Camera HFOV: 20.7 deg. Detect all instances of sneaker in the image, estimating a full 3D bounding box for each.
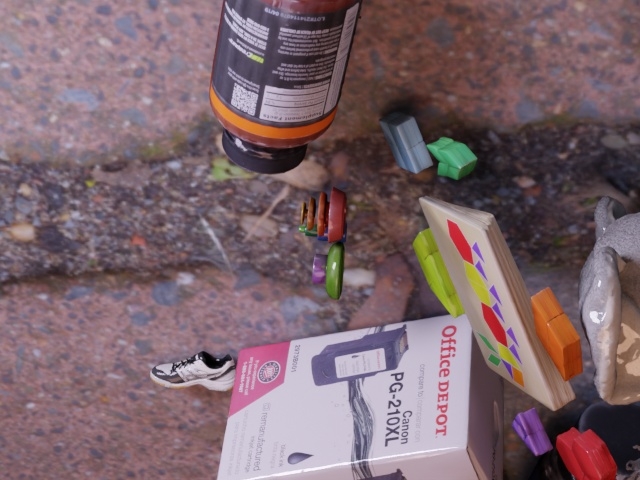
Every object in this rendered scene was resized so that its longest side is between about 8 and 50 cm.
[{"bbox_3d":[-0.121,0.121,1.679,0.083,0.032,0.037,2,120,-1],"label":"sneaker"}]

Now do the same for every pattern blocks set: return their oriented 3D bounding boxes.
[{"bbox_3d":[0.145,0.050,1.425,0.026,0.285,0.325,-28,118,-11],"label":"pattern blocks set"}]

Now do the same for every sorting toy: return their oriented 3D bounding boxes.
[{"bbox_3d":[0.000,0.000,1.523,0.042,0.061,0.102,4,111,4],"label":"sorting toy"}]

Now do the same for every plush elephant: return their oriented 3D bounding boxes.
[{"bbox_3d":[0.322,0.056,1.395,0.330,0.272,0.255,-33,107,15],"label":"plush elephant"}]

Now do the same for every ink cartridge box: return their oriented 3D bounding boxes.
[{"bbox_3d":[0.041,0.171,1.603,0.237,0.172,0.100,-11,131,17],"label":"ink cartridge box"}]

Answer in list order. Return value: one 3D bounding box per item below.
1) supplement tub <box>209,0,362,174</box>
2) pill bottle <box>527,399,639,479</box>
[{"bbox_3d":[-0.030,-0.145,1.357,0.106,0.106,0.198,11,134,-3],"label":"supplement tub"},{"bbox_3d":[0.256,0.257,1.692,0.123,0.123,0.219,14,133,-6],"label":"pill bottle"}]
